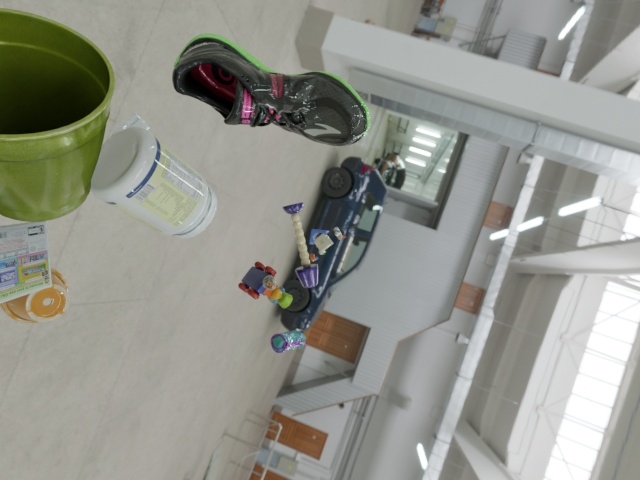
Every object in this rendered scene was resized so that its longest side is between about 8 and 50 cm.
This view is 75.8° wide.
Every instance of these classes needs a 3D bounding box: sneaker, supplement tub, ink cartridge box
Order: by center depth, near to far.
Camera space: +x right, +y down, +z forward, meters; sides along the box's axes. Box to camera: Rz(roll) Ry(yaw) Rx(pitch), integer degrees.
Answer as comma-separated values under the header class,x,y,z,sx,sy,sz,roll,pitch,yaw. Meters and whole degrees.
class,x,y,z,sx,sy,sz,roll,pitch,yaw
sneaker,-0.121,-0.318,0.968,0.185,0.482,0.202,105,6,-49
supplement tub,-0.496,-0.160,1.257,0.325,0.235,0.236,44,63,-55
ink cartridge box,-0.630,-0.330,1.348,0.150,0.063,0.109,-20,-147,55

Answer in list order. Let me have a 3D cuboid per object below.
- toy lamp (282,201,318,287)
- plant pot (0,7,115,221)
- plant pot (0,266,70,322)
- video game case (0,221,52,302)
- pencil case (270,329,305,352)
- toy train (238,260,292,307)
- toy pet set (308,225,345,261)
class,x,y,z,sx,sy,sz,roll,pitch,yaw
toy lamp,-0.061,0.017,1.338,0.080,0.080,0.275,-30,109,-78
plant pot,-0.649,-0.232,0.904,0.353,0.366,0.367,-57,-175,51
plant pot,-0.958,0.194,1.407,0.205,0.187,0.205,-12,105,-48
video game case,-0.805,0.054,1.083,0.212,0.023,0.194,-48,140,-78
pencil case,-0.106,0.341,1.392,0.151,0.070,0.065,16,88,-65
toy train,-0.141,0.157,1.256,0.105,0.143,0.248,-54,-153,-13
toy pet set,0.000,0.000,1.190,0.122,0.065,0.114,-38,173,10
